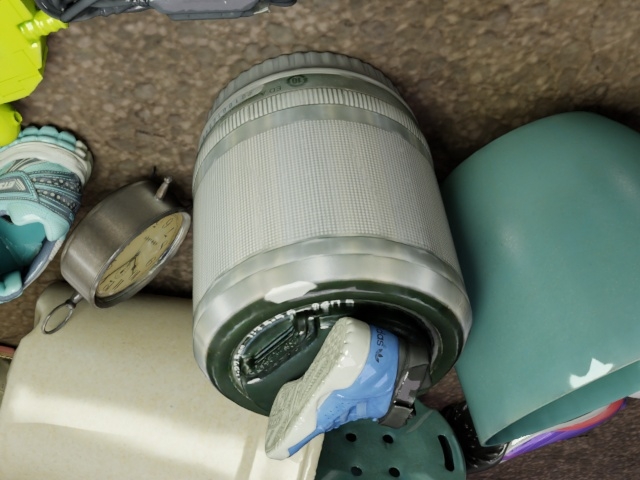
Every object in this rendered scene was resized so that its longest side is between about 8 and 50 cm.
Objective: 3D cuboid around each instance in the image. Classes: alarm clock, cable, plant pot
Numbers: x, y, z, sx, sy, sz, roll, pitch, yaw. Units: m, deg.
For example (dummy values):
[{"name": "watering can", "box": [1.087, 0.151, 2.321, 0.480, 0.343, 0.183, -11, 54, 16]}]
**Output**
[{"name": "alarm clock", "box": [-0.203, 0.016, 0.801, 0.192, 0.064, 0.129, -50, 170, -7]}, {"name": "cable", "box": [-0.109, -0.183, 0.592, 0.185, 0.150, 0.047, -5, 110, -2]}, {"name": "plant pot", "box": [-0.178, 0.189, 0.915, 0.306, 0.333, 0.333, 15, 137, -9]}, {"name": "plant pot", "box": [0.032, 0.390, 1.171, 0.341, 0.341, 0.334, 4, 131, -14]}, {"name": "plant pot", "box": [0.233, 0.025, 0.776, 0.293, 0.235, 0.293, -20, 158, -8]}]

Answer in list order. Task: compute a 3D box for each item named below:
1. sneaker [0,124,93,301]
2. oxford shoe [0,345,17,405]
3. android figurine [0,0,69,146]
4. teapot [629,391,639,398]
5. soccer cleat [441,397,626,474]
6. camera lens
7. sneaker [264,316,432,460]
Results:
[{"name": "sneaker", "box": [-0.325, 0.012, 0.798, 0.110, 0.122, 0.283, 25, 131, -31]}, {"name": "oxford shoe", "box": [-0.403, 0.196, 1.000, 0.123, 0.130, 0.348, -30, 135, 25]}, {"name": "android figurine", "box": [-0.332, -0.160, 0.646, 0.273, 0.056, 0.248, -14, 140, 11]}, {"name": "teapot", "box": [0.384, 0.094, 0.956, 0.253, 0.187, 0.256, 10, 136, -20]}, {"name": "soccer cleat", "box": [0.298, 0.275, 1.227, 0.318, 0.108, 0.116, -31, 139, 23]}, {"name": "camera lens", "box": [0.000, 0.000, 0.714, 0.220, 0.274, 0.219, -4, 141, -4]}, {"name": "sneaker", "box": [0.022, 0.119, 0.597, 0.085, 0.058, 0.152, 20, 127, -18]}]
